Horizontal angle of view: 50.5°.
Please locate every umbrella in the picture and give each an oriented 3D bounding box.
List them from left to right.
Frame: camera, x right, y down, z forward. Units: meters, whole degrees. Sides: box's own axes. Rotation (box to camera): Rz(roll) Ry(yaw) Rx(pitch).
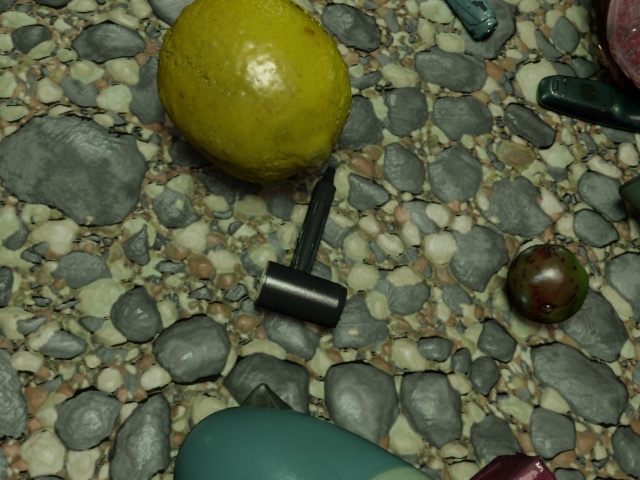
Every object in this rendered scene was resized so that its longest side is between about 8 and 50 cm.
[{"bbox_3d":[0.226,-0.459,1.185,0.052,0.053,0.250,-29,81,-14],"label":"umbrella"}]

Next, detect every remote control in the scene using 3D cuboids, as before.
[{"bbox_3d":[0.481,-0.238,1.165,0.221,0.042,0.072,11,75,-5],"label":"remote control"}]

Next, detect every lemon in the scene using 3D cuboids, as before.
[{"bbox_3d":[-0.090,-0.214,0.959,0.258,0.258,0.310,-40,70,-17],"label":"lemon"}]

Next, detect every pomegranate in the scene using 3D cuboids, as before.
[{"bbox_3d":[0.336,0.062,1.021,0.130,0.130,0.130,2,74,-8],"label":"pomegranate"}]

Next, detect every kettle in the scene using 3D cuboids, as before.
[{"bbox_3d":[-0.059,0.352,0.793,0.247,0.342,0.320,27,84,-46],"label":"kettle"}]

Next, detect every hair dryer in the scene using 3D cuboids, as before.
[{"bbox_3d":[0.000,0.000,1.017,0.128,0.070,0.256,20,67,-3],"label":"hair dryer"}]

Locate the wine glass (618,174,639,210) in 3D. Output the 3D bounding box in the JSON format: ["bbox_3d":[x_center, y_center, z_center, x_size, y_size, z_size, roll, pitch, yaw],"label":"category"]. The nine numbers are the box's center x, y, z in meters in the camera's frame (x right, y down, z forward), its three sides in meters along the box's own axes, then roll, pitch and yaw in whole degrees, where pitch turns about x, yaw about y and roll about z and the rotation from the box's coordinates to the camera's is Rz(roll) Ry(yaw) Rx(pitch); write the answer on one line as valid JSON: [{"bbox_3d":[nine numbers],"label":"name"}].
[{"bbox_3d":[0.635,0.072,1.005,0.267,0.267,0.406,-11,81,-12],"label":"wine glass"}]

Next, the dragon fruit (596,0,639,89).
[{"bbox_3d":[0.601,-0.414,1.115,0.296,0.314,0.263,-1,28,19],"label":"dragon fruit"}]

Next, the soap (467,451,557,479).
[{"bbox_3d":[0.202,0.390,0.878,0.250,0.162,0.099,-34,81,-17],"label":"soap"}]
